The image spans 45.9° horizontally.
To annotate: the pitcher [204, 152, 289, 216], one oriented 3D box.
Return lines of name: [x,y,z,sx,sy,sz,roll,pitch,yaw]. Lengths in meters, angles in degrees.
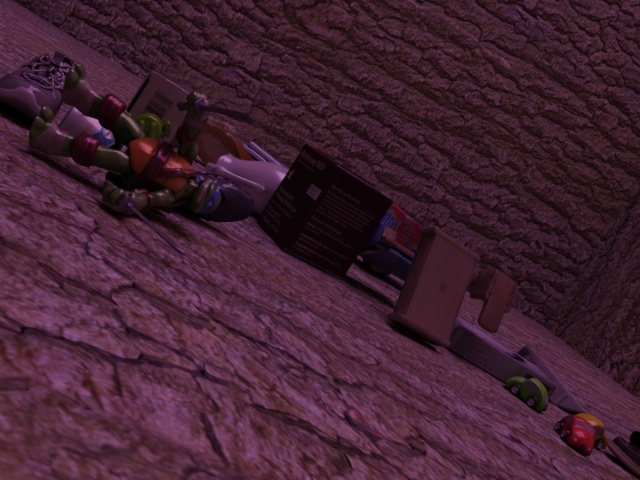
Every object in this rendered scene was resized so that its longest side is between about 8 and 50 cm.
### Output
pitcher: [-0.149,-0.123,1.682,0.207,0.125,0.178,24,9,8]

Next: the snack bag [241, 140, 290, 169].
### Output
snack bag: [-0.049,-0.137,1.920,0.323,0.037,0.342,37,4,-1]

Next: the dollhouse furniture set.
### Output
dollhouse furniture set: [0.192,0.115,1.618,0.286,0.198,0.303,32,-17,-28]

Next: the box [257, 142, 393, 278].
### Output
box: [0.007,-0.062,1.591,0.167,0.203,0.168,28,8,-33]

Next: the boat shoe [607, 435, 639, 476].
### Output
boat shoe: [0.729,0.475,1.557,0.285,0.092,0.103,32,8,1]

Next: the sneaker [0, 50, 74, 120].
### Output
sneaker: [-0.464,-0.266,1.245,0.105,0.115,0.281,30,7,-20]

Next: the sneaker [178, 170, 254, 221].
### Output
sneaker: [-0.212,-0.075,1.239,0.224,0.083,0.098,20,11,-19]

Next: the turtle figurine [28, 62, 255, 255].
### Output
turtle figurine: [-0.243,-0.137,1.031,0.266,0.197,0.274,28,4,-8]

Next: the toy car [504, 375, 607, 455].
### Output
toy car: [0.476,0.340,1.530,0.225,0.053,0.239,37,8,30]

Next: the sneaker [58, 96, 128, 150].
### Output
sneaker: [-0.370,-0.185,1.288,0.092,0.087,0.228,39,13,-7]

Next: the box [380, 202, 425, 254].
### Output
box: [0.227,0.004,2.011,0.257,0.122,0.128,34,10,-44]

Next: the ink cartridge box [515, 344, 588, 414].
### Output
ink cartridge box: [0.583,0.377,1.856,0.232,0.066,0.189,54,6,-3]

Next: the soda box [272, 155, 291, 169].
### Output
soda box: [-0.115,-0.181,2.333,0.098,0.091,0.286,28,8,-28]

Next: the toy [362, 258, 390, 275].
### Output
toy: [0.139,0.048,2.027,0.237,0.056,0.137,37,7,-17]

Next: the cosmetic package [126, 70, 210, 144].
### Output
cosmetic package: [-0.382,-0.325,1.892,0.129,0.153,0.296,33,6,-6]

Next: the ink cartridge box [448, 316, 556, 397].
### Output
ink cartridge box: [0.374,0.244,1.724,0.275,0.060,0.239,31,8,-12]

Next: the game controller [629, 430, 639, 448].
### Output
game controller: [0.839,0.545,1.687,0.319,0.067,0.166,32,7,1]

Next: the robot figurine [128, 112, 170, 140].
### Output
robot figurine: [-0.386,-0.249,1.681,0.101,0.067,0.115,7,13,-10]

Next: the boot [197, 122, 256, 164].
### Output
boot: [-0.230,-0.210,2.050,0.295,0.104,0.211,37,1,-10]
